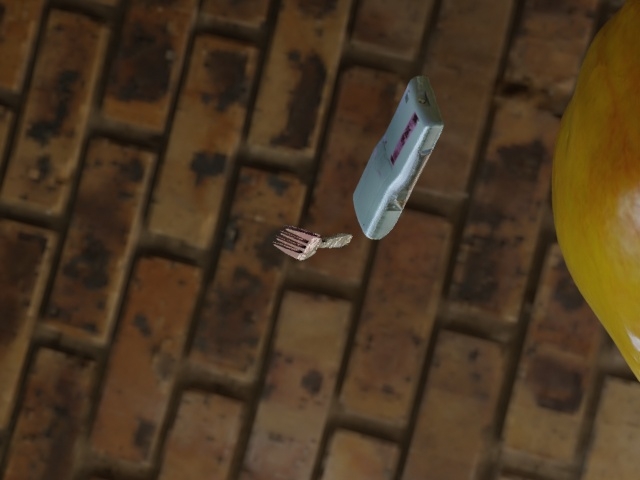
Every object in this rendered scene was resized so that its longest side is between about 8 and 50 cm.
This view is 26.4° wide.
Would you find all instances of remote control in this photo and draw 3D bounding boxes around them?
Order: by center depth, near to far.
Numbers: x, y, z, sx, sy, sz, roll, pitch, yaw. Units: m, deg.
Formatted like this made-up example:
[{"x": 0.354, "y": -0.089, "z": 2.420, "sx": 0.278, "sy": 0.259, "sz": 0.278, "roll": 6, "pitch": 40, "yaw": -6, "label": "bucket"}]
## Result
[{"x": 0.067, "y": -0.071, "z": 1.236, "sx": 0.166, "sy": 0.029, "sz": 0.065, "roll": 114, "pitch": 149, "yaw": -49, "label": "remote control"}]

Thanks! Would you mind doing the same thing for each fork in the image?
[{"x": 0.001, "y": 0.001, "z": 0.689, "sx": 0.016, "sy": 0.012, "sz": 0.115, "roll": -45, "pitch": -12, "yaw": 11, "label": "fork"}]

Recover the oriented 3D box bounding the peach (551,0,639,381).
[{"x": 0.273, "y": -0.010, "z": 0.672, "sx": 0.289, "sy": 0.289, "sz": 0.308, "roll": 88, "pitch": 159, "yaw": -52, "label": "peach"}]
